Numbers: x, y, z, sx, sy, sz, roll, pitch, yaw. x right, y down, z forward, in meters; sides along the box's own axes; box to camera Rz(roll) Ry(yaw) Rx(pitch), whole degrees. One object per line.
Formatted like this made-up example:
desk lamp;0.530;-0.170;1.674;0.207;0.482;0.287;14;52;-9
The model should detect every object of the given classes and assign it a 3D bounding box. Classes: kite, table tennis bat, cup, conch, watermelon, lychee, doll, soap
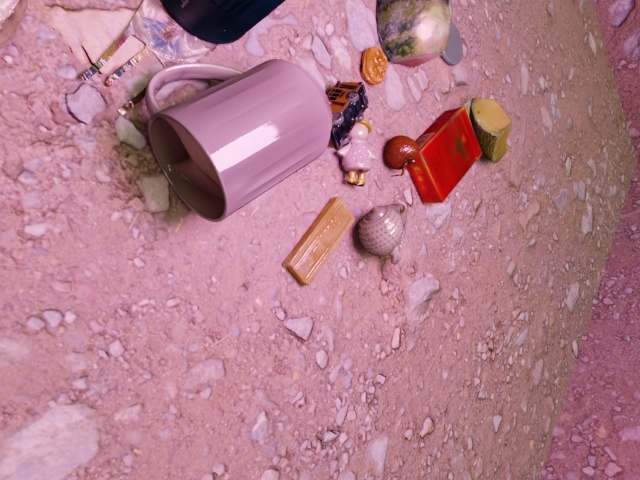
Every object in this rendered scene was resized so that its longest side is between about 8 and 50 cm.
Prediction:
kite;-0.337;-0.389;0.900;0.169;0.015;0.310;42;64;-33
table tennis bat;0.439;-0.703;1.537;0.244;0.040;0.153;-11;97;-44
cup;-0.179;-0.250;0.918;0.323;0.237;0.327;49;59;1
conch;0.176;-0.024;1.267;0.172;0.131;0.200;-68;161;-47
watermelon;0.285;-0.711;1.349;0.180;0.223;0.305;11;78;-84
cup;-0.161;-0.596;0.862;0.242;0.292;0.308;-2;91;-41
lychee;0.247;-0.257;1.338;0.114;0.101;0.140;-12;81;-3
doll;0.103;-0.259;1.232;0.129;0.081;0.207;4;85;-28
soap;0.001;0.000;1.177;0.092;0.037;0.252;50;61;-28

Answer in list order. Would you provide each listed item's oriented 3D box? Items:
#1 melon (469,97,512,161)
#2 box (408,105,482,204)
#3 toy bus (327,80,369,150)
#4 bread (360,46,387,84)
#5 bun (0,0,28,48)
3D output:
melon;0.638;-0.383;1.629;0.323;0.124;0.196;38;33;-60
box;0.423;-0.295;1.495;0.313;0.089;0.197;-45;116;-30
toy bus;0.048;-0.339;1.167;0.182;0.103;0.091;-58;148;-22
bread;0.157;-0.520;1.297;0.083;0.044;0.111;16;79;-36
bun;-0.551;-0.374;0.653;0.195;0.118;0.196;5;82;-37
